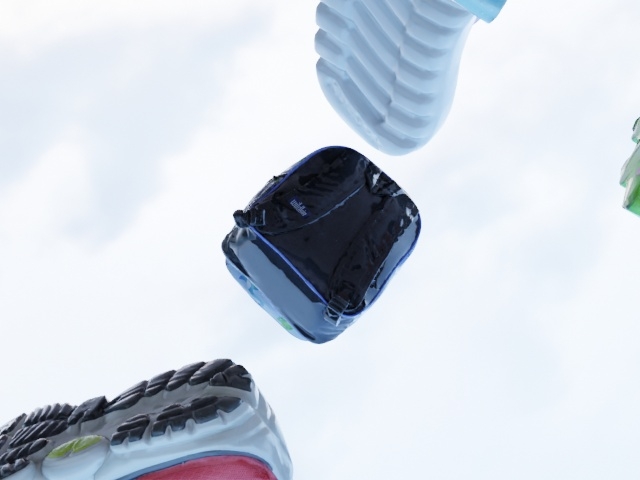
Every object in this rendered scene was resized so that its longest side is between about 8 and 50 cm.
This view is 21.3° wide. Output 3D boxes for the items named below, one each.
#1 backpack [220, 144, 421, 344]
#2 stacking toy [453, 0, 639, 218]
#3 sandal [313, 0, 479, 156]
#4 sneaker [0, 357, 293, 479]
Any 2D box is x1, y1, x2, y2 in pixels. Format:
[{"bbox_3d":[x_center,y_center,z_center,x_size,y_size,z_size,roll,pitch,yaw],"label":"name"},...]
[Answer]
[{"bbox_3d":[0.000,0.000,1.107,0.114,0.105,0.084,-47,-178,-37],"label":"backpack"},{"bbox_3d":[0.078,-0.127,0.602,0.052,0.167,0.221,-48,-164,48],"label":"stacking toy"},{"bbox_3d":[0.084,-0.225,1.244,0.102,0.169,0.416,-38,165,-31],"label":"sandal"},{"bbox_3d":[-0.139,0.165,1.025,0.279,0.118,0.107,-17,-162,29],"label":"sneaker"}]
